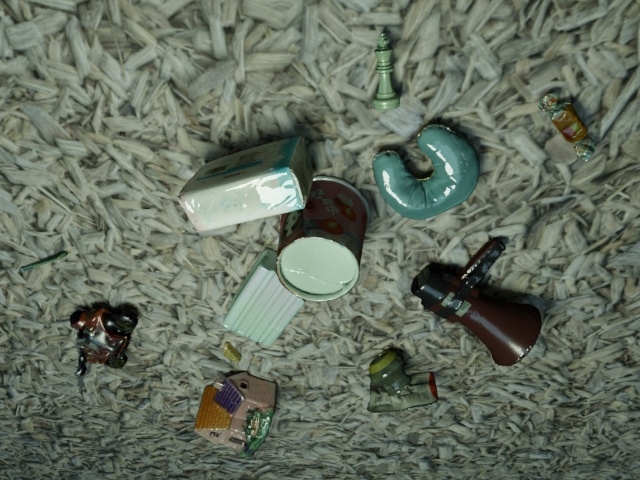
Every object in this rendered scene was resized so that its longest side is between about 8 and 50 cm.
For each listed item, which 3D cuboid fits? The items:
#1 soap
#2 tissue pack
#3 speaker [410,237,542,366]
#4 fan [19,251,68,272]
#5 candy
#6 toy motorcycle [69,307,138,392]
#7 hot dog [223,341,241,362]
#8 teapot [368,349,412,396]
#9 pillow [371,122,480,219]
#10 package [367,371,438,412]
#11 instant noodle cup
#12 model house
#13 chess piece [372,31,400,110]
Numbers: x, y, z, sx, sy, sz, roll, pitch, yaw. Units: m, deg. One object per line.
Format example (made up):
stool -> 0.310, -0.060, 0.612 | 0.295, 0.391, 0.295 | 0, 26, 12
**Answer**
soap -> -0.156, 0.175, 1.331 | 0.172, 0.095, 0.289 | 27, 124, -13
tissue pack -> -0.160, -0.129, 1.037 | 0.271, 0.201, 0.124 | -11, 118, 14
speaker -> 0.438, 0.162, 1.217 | 0.329, 0.198, 0.259 | 35, 136, -9
fan -> -0.839, 0.067, 1.359 | 0.193, 0.038, 0.016 | -17, 111, 20
candy -> 0.535, -0.249, 0.975 | 0.053, 0.046, 0.182 | -35, 111, 31
toy motorcycle -> -0.738, 0.351, 1.499 | 0.207, 0.134, 0.401 | 21, 124, -10
hot dog -> -0.307, 0.385, 1.544 | 0.034, 0.030, 0.090 | -20, 122, 21
teapot -> 0.218, 0.431, 1.470 | 0.119, 0.130, 0.165 | 53, 152, 2
pillow -> 0.251, -0.153, 1.053 | 0.233, 0.086, 0.214 | -29, 114, 22
package -> 0.267, 0.502, 1.486 | 0.232, 0.166, 0.040 | -12, 108, 10
instant noodle cup -> 0.000, 0.000, 1.100 | 0.243, 0.231, 0.243 | 3, 126, 4
model house -> -0.306, 0.607, 1.603 | 0.237, 0.202, 0.237 | 23, 125, -13
chess piece -> 0.133, -0.351, 0.937 | 0.059, 0.059, 0.149 | -4, 119, 9
